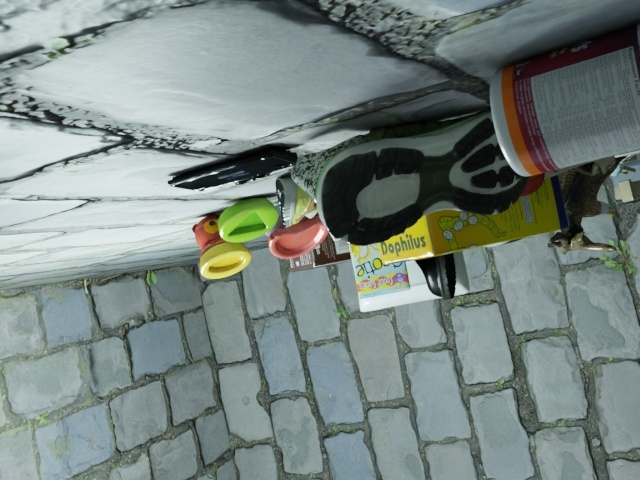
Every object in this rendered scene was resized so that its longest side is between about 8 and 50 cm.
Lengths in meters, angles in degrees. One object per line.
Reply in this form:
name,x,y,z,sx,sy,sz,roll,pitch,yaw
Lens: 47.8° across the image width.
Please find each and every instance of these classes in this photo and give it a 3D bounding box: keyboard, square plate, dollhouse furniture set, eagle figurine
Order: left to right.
keyboard,-0.120,-0.101,1.039,0.180,0.023,0.108,-12,172,27
square plate,0.261,0.023,2.226,0.344,0.347,0.049,-12,160,18
eagle figurine,0.609,-0.118,1.676,0.226,0.298,0.225,8,173,33
dollhouse furniture set,0.753,-0.169,1.948,0.101,0.160,0.182,-10,177,-23

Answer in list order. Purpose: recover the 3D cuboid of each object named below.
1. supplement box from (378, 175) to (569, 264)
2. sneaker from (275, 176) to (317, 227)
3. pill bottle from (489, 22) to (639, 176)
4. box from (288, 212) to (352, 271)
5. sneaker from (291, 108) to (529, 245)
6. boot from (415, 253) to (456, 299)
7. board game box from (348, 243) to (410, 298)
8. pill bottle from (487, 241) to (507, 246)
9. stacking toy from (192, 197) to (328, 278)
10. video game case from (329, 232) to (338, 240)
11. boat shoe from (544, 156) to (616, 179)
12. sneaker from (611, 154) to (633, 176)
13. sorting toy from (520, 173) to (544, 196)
supplement box,0.307,-0.079,1.516,0.357,0.195,0.194,-10,177,-27
sneaker,-0.032,-0.076,1.352,0.094,0.081,0.208,-13,178,-5
pill bottle,0.293,-0.145,0.719,0.221,0.121,0.121,-13,177,31
box,0.000,0.000,2.289,0.167,0.168,0.203,-11,177,-24
sneaker,0.137,-0.121,1.023,0.410,0.158,0.182,-12,-151,-31
boot,0.245,0.028,2.127,0.260,0.347,0.131,-17,169,24
board game box,0.153,0.012,1.999,0.142,0.275,0.144,-12,177,6
pill bottle,0.533,-0.094,2.124,0.210,0.210,0.363,-13,178,27
stacking toy,-0.135,-0.057,1.637,0.309,0.130,0.279,-13,153,-22
video game case,0.074,-0.063,1.755,0.143,0.019,0.157,-11,-139,-15
boat shoe,0.548,-0.178,1.475,0.302,0.098,0.109,-10,178,-22
sneaker,0.738,-0.207,1.791,0.080,0.094,0.212,-8,176,-34
sorting toy,0.220,-0.139,1.202,0.366,0.127,0.126,-8,148,-11
